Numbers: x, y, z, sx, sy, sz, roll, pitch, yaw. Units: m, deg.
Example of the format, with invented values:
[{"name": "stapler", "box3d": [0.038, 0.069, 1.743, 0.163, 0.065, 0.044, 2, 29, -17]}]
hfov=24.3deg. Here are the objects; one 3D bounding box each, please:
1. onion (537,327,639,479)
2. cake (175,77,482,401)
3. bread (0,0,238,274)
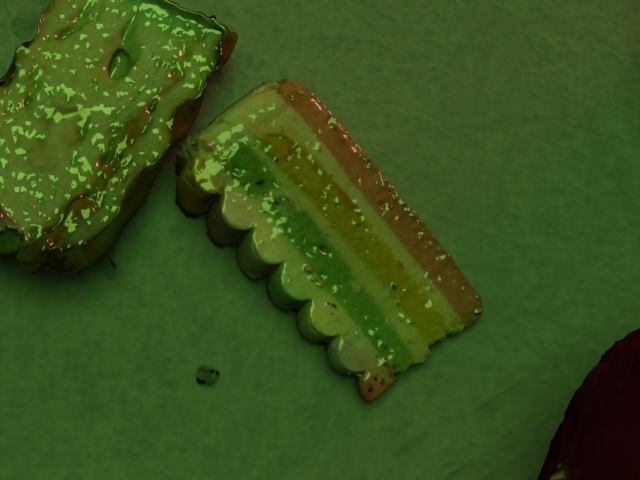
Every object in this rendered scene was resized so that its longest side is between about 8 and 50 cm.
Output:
[{"name": "onion", "box3d": [0.316, 0.168, 0.789, 0.398, 0.420, 0.398, 0, 62, -1]}, {"name": "cake", "box3d": [0.002, -0.007, 1.000, 0.109, 0.090, 0.225, -41, 79, -18]}, {"name": "bread", "box3d": [-0.162, -0.080, 1.018, 0.128, 0.088, 0.232, 31, 66, -3]}]
